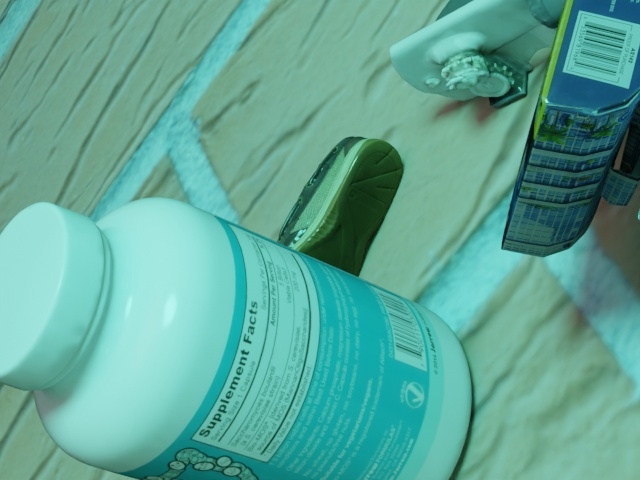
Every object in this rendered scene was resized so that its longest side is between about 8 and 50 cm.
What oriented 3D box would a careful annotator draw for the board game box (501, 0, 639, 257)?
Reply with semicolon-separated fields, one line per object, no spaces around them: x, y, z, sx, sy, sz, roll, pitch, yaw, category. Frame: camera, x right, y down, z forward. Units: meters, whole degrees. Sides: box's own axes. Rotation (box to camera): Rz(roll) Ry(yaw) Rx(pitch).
0.141;-0.092;0.665;0.194;0.060;0.194;87;-161;-66;board game box

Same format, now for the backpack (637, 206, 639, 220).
0.218;-0.033;0.595;0.158;0.117;0.173;-30;46;38;backpack

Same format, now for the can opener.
0.151;-0.150;0.780;0.280;0.074;0.093;-21;54;44;can opener

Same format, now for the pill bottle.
-0.053;0.067;0.754;0.146;0.264;0.146;-29;49;40;pill bottle

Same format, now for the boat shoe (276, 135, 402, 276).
0.000;0.000;0.910;0.152;0.056;0.049;-57;31;-3;boat shoe
